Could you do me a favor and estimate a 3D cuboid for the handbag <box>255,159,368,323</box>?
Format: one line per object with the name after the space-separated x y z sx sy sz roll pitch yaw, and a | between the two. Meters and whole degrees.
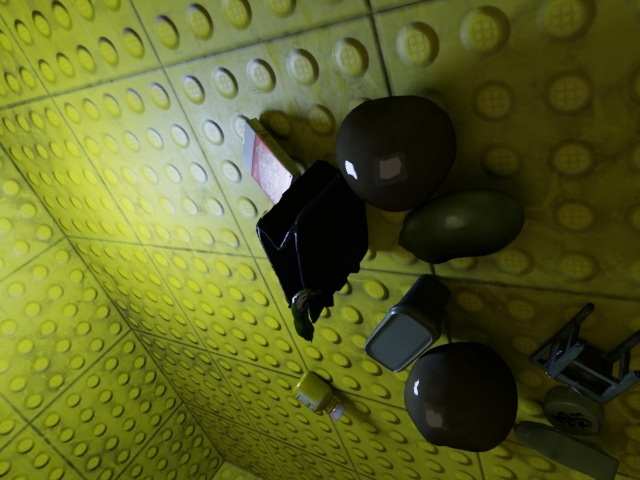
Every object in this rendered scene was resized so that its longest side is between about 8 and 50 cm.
0.000 0.000 1.173 0.122 0.303 0.329 13 134 30 | handbag

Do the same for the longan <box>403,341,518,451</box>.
0.368 0.408 1.242 0.288 0.288 0.350 -9 159 43 | longan

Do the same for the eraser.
-0.132 -0.190 1.239 0.230 0.038 0.157 52 149 26 | eraser

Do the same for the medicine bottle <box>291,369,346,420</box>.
-0.002 0.629 1.899 0.212 0.122 0.122 36 141 6 | medicine bottle

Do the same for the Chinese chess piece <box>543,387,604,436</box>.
0.666 0.454 1.252 0.144 0.058 0.144 21 136 21 | Chinese chess piece

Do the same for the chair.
0.593 0.292 1.094 0.136 0.147 0.270 30 138 12 | chair

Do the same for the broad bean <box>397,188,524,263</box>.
0.293 -0.027 1.012 0.238 0.119 0.291 10 160 -21 | broad bean

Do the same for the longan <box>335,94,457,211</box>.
0.145 -0.179 0.960 0.246 0.215 0.246 3 101 17 | longan

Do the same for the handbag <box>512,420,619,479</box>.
0.645 0.556 1.294 0.256 0.079 0.219 27 171 -15 | handbag

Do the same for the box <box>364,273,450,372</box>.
0.238 0.216 1.279 0.138 0.178 0.274 35 140 6 | box

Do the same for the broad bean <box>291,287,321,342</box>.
-0.039 0.176 1.098 0.061 0.046 0.195 11 132 2 | broad bean
